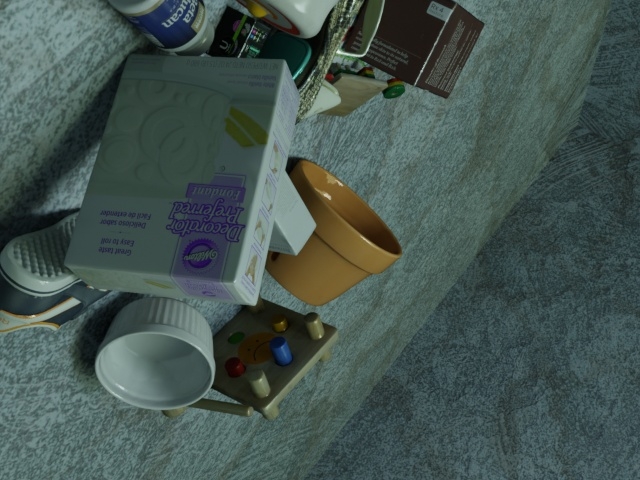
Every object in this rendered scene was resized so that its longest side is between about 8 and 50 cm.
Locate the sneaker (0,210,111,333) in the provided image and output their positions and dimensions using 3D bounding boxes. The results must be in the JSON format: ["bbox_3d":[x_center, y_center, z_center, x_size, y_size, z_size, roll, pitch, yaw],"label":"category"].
[{"bbox_3d":[-0.366,0.043,1.213,0.127,0.126,0.321,-53,168,21],"label":"sneaker"}]

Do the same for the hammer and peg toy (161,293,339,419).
[{"bbox_3d":[-0.156,0.274,1.758,0.361,0.266,0.127,-44,135,-33],"label":"hammer and peg toy"}]

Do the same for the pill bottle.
[{"bbox_3d":[-0.209,-0.313,1.122,0.094,0.094,0.169,-58,158,-2],"label":"pill bottle"}]

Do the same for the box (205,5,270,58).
[{"bbox_3d":[-0.130,-0.317,1.321,0.083,0.062,0.052,-63,156,10],"label":"box"}]

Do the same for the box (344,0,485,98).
[{"bbox_3d":[0.185,-0.392,1.598,0.203,0.168,0.167,-5,124,-63],"label":"box"}]

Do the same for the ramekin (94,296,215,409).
[{"bbox_3d":[-0.287,0.195,1.472,0.109,0.207,0.207,-91,-170,-50],"label":"ramekin"}]

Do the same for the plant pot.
[{"bbox_3d":[0.000,0.000,1.753,0.203,0.291,0.291,-47,161,16],"label":"plant pot"}]

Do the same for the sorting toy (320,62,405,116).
[{"bbox_3d":[0.033,-0.298,1.625,0.274,0.046,0.132,-2,159,-44],"label":"sorting toy"}]

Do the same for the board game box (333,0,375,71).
[{"bbox_3d":[0.060,-0.432,1.582,0.305,0.053,0.193,-9,127,-62],"label":"board game box"}]

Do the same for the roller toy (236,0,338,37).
[{"bbox_3d":[-0.061,-0.390,1.203,0.146,0.191,0.209,-58,158,1],"label":"roller toy"}]

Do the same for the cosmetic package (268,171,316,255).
[{"bbox_3d":[-0.111,-0.079,1.491,0.085,0.117,0.231,-57,137,-29],"label":"cosmetic package"}]

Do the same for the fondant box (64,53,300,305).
[{"bbox_3d":[-0.178,-0.090,1.129,0.096,0.238,0.330,63,34,-65],"label":"fondant box"}]

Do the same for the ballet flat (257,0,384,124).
[{"bbox_3d":[-0.001,-0.333,1.388,0.182,0.164,0.483,23,100,-41],"label":"ballet flat"}]
